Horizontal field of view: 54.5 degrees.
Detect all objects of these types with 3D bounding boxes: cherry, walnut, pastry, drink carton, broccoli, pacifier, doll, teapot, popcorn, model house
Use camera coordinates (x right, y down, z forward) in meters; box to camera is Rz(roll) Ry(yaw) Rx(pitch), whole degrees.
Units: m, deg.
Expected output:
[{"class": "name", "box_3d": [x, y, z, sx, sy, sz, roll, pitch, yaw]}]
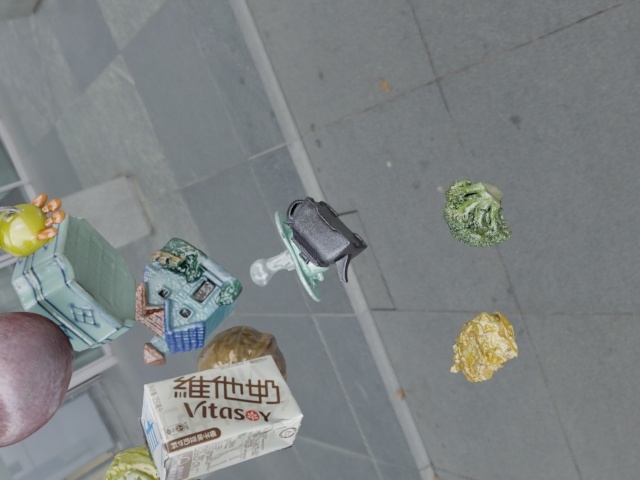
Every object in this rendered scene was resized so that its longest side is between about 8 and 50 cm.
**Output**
[{"class": "cherry", "box_3d": [-0.598, 0.261, 1.202, 0.221, 0.307, 0.261, 23, 104, 0]}, {"class": "walnut", "box_3d": [-0.256, 0.437, 2.088, 0.306, 0.344, 0.305, 1, 96, 12]}, {"class": "pastry", "box_3d": [0.398, 0.266, 1.558, 0.154, 0.102, 0.250, 60, 159, 20]}, {"class": "drink carton", "box_3d": [-0.228, 0.398, 1.408, 0.194, 0.325, 0.132, 54, 140, 39]}, {"class": "broccoli", "box_3d": [0.328, -0.060, 1.317, 0.162, 0.146, 0.137, 65, 144, 34]}, {"class": "pacifier", "box_3d": [-0.119, 0.074, 2.171, 0.288, 0.269, 0.343, 19, -132, -78]}, {"class": "doll", "box_3d": [-0.627, -0.022, 1.259, 0.143, 0.221, 0.135, 55, 166, 43]}, {"class": "teapot", "box_3d": [0.000, 0.000, 1.093, 0.096, 0.087, 0.177, -48, 68, 15]}, {"class": "popcorn", "box_3d": [-0.524, 0.742, 1.814, 0.292, 0.293, 0.237, 63, 178, -1]}, {"class": "model house", "box_3d": [-0.450, 0.200, 1.866, 0.295, 0.329, 0.251, 38, 156, 9]}]

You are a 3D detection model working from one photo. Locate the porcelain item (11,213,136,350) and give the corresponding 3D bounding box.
[{"class": "porcelain item", "box_3d": [-0.588, 0.102, 1.500, 0.281, 0.157, 0.285, 54, -171, -39]}]
